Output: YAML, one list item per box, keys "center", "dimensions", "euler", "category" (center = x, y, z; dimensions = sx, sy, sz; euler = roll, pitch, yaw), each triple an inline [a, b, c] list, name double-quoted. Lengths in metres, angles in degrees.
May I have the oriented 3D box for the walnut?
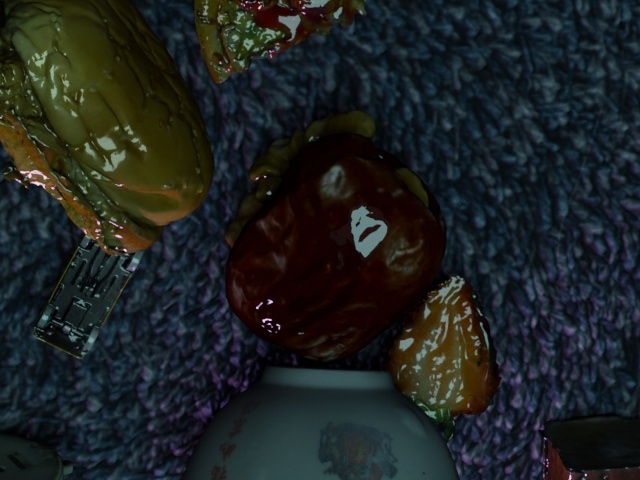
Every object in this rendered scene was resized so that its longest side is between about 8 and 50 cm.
- center: [0.000, 0.000, 1.773]
  dimensions: [0.244, 0.221, 0.269]
  euler: [47, 109, 11]
  category: "walnut"

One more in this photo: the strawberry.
- center: [0.141, 0.135, 1.902]
  dimensions: [0.140, 0.085, 0.192]
  euler: [-23, 107, 6]
  category: "strawberry"

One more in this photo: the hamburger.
- center: [-0.226, -0.133, 1.631]
  dimensions: [0.158, 0.319, 0.319]
  euler: [-31, 113, 14]
  category: "hamburger"

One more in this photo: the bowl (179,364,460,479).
- center: [0.005, 0.221, 1.812]
  dimensions: [0.345, 0.345, 0.157]
  euler: [3, 87, -12]
  category: "bowl"

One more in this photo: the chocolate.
- center: [0.427, 0.289, 2.007]
  dimensions: [0.321, 0.112, 0.112]
  euler: [-2, 119, -11]
  category: "chocolate"

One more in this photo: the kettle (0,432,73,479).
- center: [-0.375, 0.391, 1.862]
  dimensions: [0.205, 0.265, 0.318]
  euler: [7, 111, 21]
  category: "kettle"

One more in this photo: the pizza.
- center: [-0.041, -0.269, 1.738]
  dimensions: [0.193, 0.053, 0.201]
  euler: [-5, 110, -9]
  category: "pizza"

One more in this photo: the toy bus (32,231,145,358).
- center: [-0.255, 0.045, 1.802]
  dimensions: [0.069, 0.074, 0.162]
  euler: [28, 105, -11]
  category: "toy bus"
